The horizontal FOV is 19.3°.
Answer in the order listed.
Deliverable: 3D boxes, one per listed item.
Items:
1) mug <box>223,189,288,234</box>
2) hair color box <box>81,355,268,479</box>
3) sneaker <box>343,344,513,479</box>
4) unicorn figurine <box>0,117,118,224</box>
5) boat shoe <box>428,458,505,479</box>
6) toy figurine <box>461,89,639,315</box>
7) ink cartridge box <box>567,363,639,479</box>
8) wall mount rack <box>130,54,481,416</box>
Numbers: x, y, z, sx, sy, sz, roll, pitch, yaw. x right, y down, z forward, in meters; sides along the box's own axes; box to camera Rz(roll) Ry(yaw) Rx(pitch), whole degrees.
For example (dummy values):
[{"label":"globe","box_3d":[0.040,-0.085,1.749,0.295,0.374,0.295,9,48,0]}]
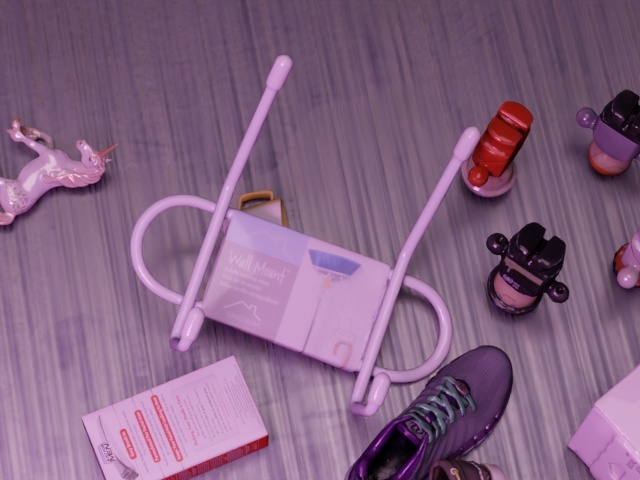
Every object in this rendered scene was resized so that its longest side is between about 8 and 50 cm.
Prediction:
[{"label":"mug","box_3d":[-0.067,-0.012,1.979,0.064,0.078,0.062,-9,108,5]},{"label":"hair color box","box_3d":[-0.146,0.193,1.898,0.167,0.053,0.093,-21,72,-10]},{"label":"sneaker","box_3d":[0.116,0.186,1.882,0.083,0.098,0.224,41,75,12]},{"label":"unicorn figurine","box_3d":[-0.299,-0.077,1.995,0.162,0.060,0.111,-46,77,1]},{"label":"boat shoe","box_3d":[0.136,0.325,1.832,0.068,0.081,0.228,13,65,-25]},{"label":"toy figurine","box_3d":[0.260,-0.038,1.949,0.209,0.148,0.213,-9,68,-11]},{"label":"ink cartridge box","box_3d":[0.391,0.174,1.854,0.232,0.171,0.168,-38,75,-13]},{"label":"wall mount rack","box_3d":[0.000,0.000,1.880,0.350,0.130,0.304,20,82,-11]}]
